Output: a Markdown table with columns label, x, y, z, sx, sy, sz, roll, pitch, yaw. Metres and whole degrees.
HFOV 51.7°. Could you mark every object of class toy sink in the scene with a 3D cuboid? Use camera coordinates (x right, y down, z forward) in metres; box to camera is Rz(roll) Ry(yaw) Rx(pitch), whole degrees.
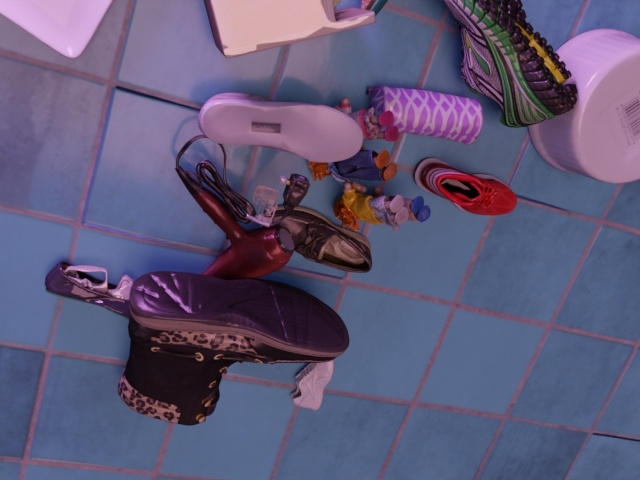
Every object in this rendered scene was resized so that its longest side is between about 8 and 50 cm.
| label | x | y | z | sx | sy | sz | roll | pitch | yaw |
| --- | --- | --- | --- | --- | --- | --- | --- | --- | --- |
| toy sink | -0.054 | -0.371 | 0.990 | 0.234 | 0.153 | 0.131 | -15 | 115 | -7 |

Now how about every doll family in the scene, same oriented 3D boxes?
| label | x | y | z | sx | sy | sz | roll | pitch | yaw |
| --- | --- | --- | --- | --- | --- | --- | --- | --- | --- |
| doll family | 0.063 | -0.105 | 1.136 | 0.118 | 0.163 | 0.263 | -42 | 121 | -32 |

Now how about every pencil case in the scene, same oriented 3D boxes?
| label | x | y | z | sx | sy | sz | roll | pitch | yaw |
| --- | --- | --- | --- | --- | --- | --- | --- | --- | --- |
| pencil case | 0.180 | -0.215 | 1.157 | 0.206 | 0.086 | 0.088 | 5 | 145 | -15 |

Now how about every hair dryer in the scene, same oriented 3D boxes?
| label | x | y | z | sx | sy | sz | roll | pitch | yaw |
| --- | --- | --- | --- | --- | --- | --- | --- | --- | --- |
| hair dryer | -0.147 | -0.029 | 1.136 | 0.223 | 0.080 | 0.293 | 22 | 120 | 5 |

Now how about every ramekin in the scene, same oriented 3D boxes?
| label | x | y | z | sx | sy | sz | roll | pitch | yaw |
| --- | --- | --- | --- | --- | --- | --- | --- | --- | --- |
| ramekin | 0.537 | -0.238 | 1.212 | 0.277 | 0.135 | 0.277 | -5 | 113 | -12 |

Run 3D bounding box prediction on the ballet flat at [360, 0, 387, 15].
| label | x | y | z | sx | sy | sz | roll | pitch | yaw |
| --- | --- | --- | --- | --- | --- | --- | --- | --- | --- |
| ballet flat | 0.117 | -0.449 | 1.059 | 0.067 | 0.073 | 0.206 | 41 | 95 | 2 |

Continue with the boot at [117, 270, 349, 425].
| label | x | y | z | sx | sy | sz | roll | pitch | yaw |
| --- | --- | --- | --- | --- | --- | --- | --- | --- | --- |
| boot | -0.167 | 0.205 | 1.169 | 0.377 | 0.138 | 0.284 | 10 | 130 | -20 |

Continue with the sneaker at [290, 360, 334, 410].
| label | x | y | z | sx | sy | sz | roll | pitch | yaw |
| --- | --- | --- | --- | --- | --- | --- | --- | --- | --- |
| sneaker | -0.015 | 0.275 | 1.327 | 0.061 | 0.054 | 0.152 | 13 | 109 | -17 |

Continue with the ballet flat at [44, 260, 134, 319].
| label | x | y | z | sx | sy | sz | roll | pitch | yaw |
| --- | --- | --- | --- | --- | --- | --- | --- | --- | --- |
| ballet flat | -0.369 | 0.086 | 1.146 | 0.203 | 0.074 | 0.074 | 22 | 105 | -20 |

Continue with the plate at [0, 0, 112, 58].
| label | x | y | z | sx | sy | sz | roll | pitch | yaw |
| --- | --- | --- | --- | --- | --- | --- | --- | --- | --- |
| plate | -0.397 | -0.447 | 0.925 | 0.277 | 0.045 | 0.278 | 32 | 101 | -25 |

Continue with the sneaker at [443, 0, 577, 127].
| label | x | y | z | sx | sy | sz | roll | pitch | yaw |
| --- | --- | --- | --- | --- | --- | --- | --- | --- | --- |
| sneaker | 0.273 | -0.326 | 1.107 | 0.146 | 0.134 | 0.343 | -27 | 107 | 44 |

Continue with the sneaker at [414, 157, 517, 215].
| label | x | y | z | sx | sy | sz | roll | pitch | yaw |
| --- | --- | --- | --- | --- | --- | --- | --- | --- | --- |
| sneaker | 0.287 | -0.078 | 1.216 | 0.221 | 0.128 | 0.087 | 13 | 108 | -19 |

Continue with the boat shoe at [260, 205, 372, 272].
| label | x | y | z | sx | sy | sz | roll | pitch | yaw |
| --- | --- | --- | --- | --- | --- | --- | --- | --- | --- |
| boat shoe | 0.000 | 0.001 | 1.203 | 0.223 | 0.073 | 0.080 | 21 | 108 | -21 |

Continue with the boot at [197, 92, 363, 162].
| label | x | y | z | sx | sy | sz | roll | pitch | yaw |
| --- | --- | --- | --- | --- | --- | --- | --- | --- | --- |
| boot | -0.063 | -0.196 | 1.070 | 0.258 | 0.123 | 0.095 | 9 | 115 | -9 |
